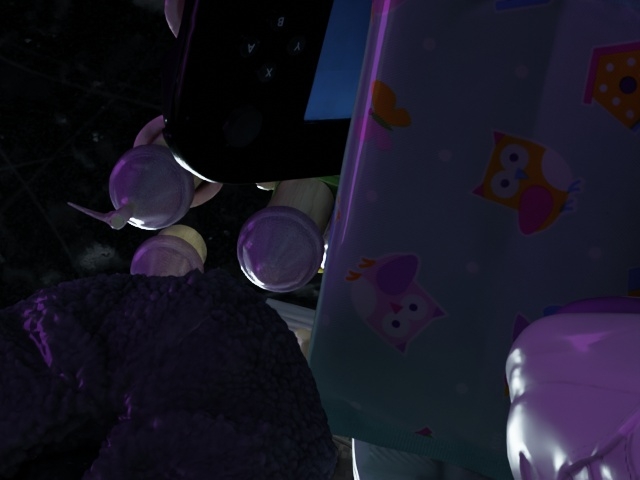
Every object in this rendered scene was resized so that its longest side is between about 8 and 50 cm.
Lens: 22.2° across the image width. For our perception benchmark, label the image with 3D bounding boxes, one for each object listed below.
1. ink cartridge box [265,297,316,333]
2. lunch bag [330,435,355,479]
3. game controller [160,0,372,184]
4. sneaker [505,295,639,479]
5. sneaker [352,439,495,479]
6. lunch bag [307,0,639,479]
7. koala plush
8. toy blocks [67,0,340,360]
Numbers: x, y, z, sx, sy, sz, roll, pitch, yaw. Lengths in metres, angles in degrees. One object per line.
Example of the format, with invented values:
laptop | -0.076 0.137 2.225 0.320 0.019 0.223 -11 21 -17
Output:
ink cartridge box | -0.045 0.218 1.561 0.131 0.226 0.306 -112 37 -83
lunch bag | -0.042 0.281 1.323 0.305 0.213 0.256 120 163 -78
game controller | 0.061 -0.115 0.823 0.067 0.319 0.166 46 128 35
sneaker | 0.101 0.088 0.403 0.305 0.114 0.152 119 166 -80
sneaker | 0.051 0.198 0.782 0.321 0.125 0.180 -79 5 -49
lunch bag | 0.098 -0.040 0.747 0.262 0.160 0.223 -48 -30 -67
koala plush | -0.076 0.134 0.693 0.203 0.196 0.221 -44 -28 -15
toy blocks | 0.000 0.000 1.074 0.260 0.289 0.309 -68 -3 -69
